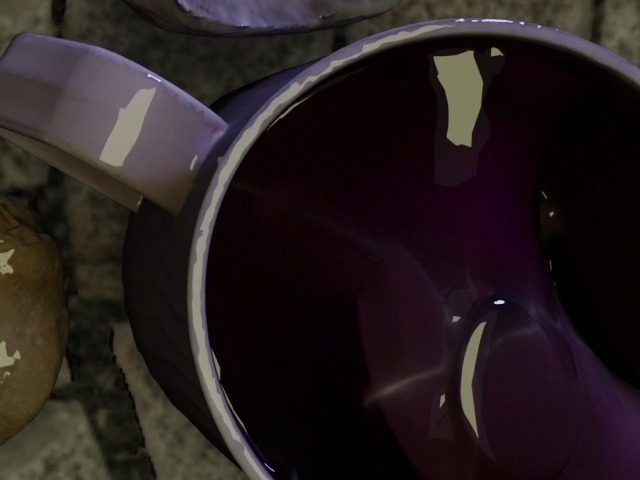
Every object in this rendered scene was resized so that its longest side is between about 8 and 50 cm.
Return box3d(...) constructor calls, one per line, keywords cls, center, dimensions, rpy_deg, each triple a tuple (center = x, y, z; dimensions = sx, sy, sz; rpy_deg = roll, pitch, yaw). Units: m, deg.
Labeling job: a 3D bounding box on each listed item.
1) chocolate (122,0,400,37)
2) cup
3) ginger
box3d(cls="chocolate", center=(-0.055, -0.235, 0.728), dimensions=(0.185, 0.100, 0.303), rpy_deg=(-13, 88, -48))
box3d(cls="cup", center=(0.000, 0.019, 0.684), dimensions=(0.288, 0.273, 0.208), rpy_deg=(1, 93, -15))
box3d(cls="ginger", center=(-0.217, 0.014, 0.728), dimensions=(0.213, 0.074, 0.137), rpy_deg=(33, 82, -19))
